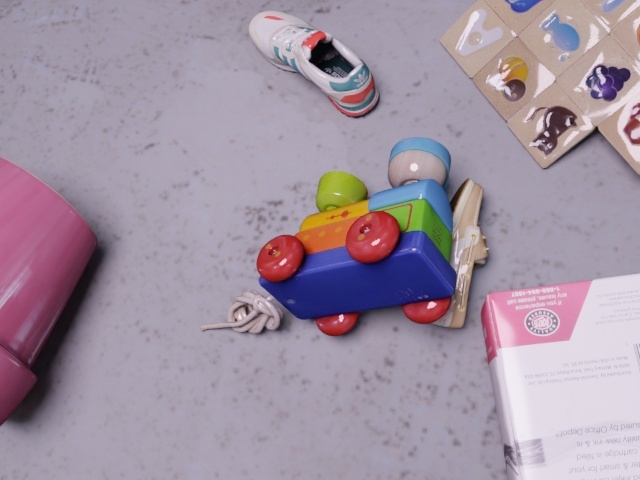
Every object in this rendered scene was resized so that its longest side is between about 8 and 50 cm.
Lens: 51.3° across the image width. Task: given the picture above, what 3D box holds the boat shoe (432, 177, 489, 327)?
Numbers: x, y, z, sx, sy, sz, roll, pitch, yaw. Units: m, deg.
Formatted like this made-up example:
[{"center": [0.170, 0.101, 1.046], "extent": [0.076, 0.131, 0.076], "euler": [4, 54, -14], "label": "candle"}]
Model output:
[{"center": [0.122, 0.012, 0.582], "extent": [0.045, 0.050, 0.135], "euler": [20, 78, 0], "label": "boat shoe"}]

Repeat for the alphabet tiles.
[{"center": [0.276, -0.236, 0.567], "extent": [0.342, 0.011, 0.285], "euler": [-42, 69, 25], "label": "alphabet tiles"}]

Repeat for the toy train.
[{"center": [0.000, 0.000, 0.584], "extent": [0.248, 0.105, 0.143], "euler": [-13, 45, 35], "label": "toy train"}]

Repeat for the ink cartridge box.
[{"center": [0.217, 0.144, 0.499], "extent": [0.159, 0.092, 0.217], "euler": [-8, 70, 7], "label": "ink cartridge box"}]

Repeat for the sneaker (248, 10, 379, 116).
[{"center": [-0.010, -0.189, 0.647], "extent": [0.161, 0.075, 0.057], "euler": [41, 83, 18], "label": "sneaker"}]

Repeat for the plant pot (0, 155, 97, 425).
[{"center": [-0.302, 0.032, 0.578], "extent": [0.201, 0.201, 0.180], "euler": [26, 63, 16], "label": "plant pot"}]
